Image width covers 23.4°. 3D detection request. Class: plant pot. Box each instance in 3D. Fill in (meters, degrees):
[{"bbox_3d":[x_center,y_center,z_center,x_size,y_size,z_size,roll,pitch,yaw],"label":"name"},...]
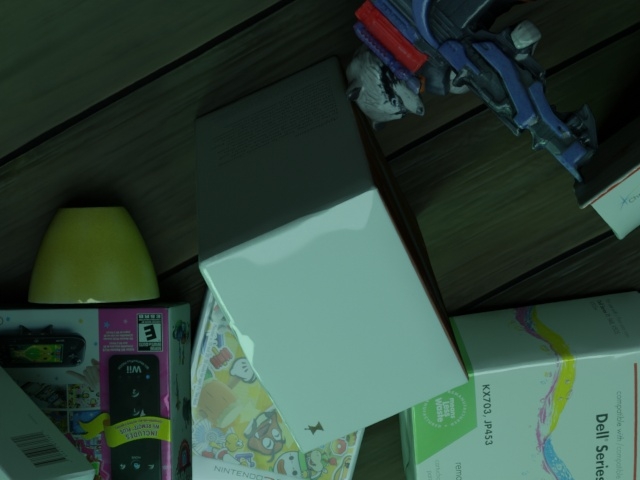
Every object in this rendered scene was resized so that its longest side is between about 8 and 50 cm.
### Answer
[{"bbox_3d":[-0.233,0.013,1.579,0.134,0.134,0.095,-2,92,-4],"label":"plant pot"}]

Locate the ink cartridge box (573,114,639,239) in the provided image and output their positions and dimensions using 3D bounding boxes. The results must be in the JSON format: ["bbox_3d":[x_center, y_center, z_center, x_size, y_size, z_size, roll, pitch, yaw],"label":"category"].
[{"bbox_3d":[0.382,-0.113,1.425,0.308,0.385,0.091,-37,92,12],"label":"ink cartridge box"}]

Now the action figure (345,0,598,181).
[{"bbox_3d":[0.174,-0.201,1.424,0.330,0.178,0.341,-34,76,0],"label":"action figure"}]

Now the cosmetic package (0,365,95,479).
[{"bbox_3d":[-0.396,0.240,1.538,0.097,0.377,0.284,-6,124,-44],"label":"cosmetic package"}]

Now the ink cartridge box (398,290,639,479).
[{"bbox_3d":[0.266,0.181,1.690,0.353,0.119,0.207,-8,118,-4],"label":"ink cartridge box"}]

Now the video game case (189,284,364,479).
[{"bbox_3d":[-0.047,0.167,1.671,0.206,0.026,0.227,14,92,-12],"label":"video game case"}]

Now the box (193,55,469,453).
[{"bbox_3d":[0.000,0.000,1.462,0.168,0.345,0.215,-24,116,6],"label":"box"}]

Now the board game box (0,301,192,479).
[{"bbox_3d":[-0.250,0.218,1.605,0.224,0.097,0.303,-1,92,6],"label":"board game box"}]
